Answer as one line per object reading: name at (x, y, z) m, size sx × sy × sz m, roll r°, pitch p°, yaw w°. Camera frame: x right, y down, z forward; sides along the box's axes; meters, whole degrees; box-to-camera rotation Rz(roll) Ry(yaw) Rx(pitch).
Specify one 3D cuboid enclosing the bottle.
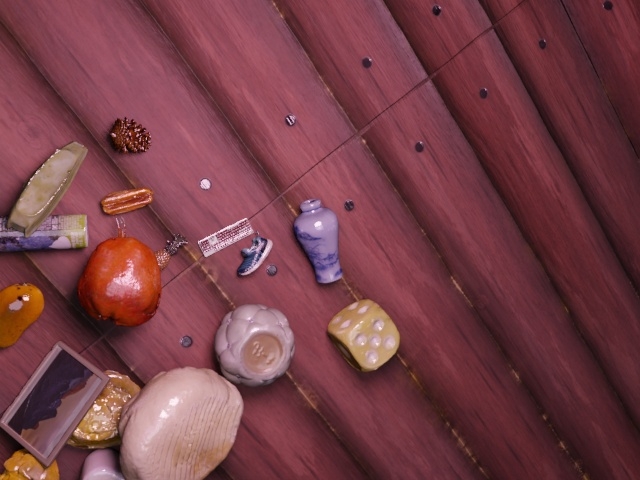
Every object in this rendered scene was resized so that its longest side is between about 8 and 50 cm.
bottle at (-0.778, -0.019, 1.369) m, size 0.329 × 0.093 × 0.093 m, roll -2°, pitch 94°, yaw -21°

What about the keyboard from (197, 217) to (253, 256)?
keyboard at (-0.283, -0.008, 1.601) m, size 0.165 × 0.017 × 0.055 m, roll -28°, pitch 103°, yaw -17°

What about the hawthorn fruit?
hawthorn fruit at (-0.529, 0.080, 1.421) m, size 0.211 × 0.211 × 0.299 m, roll 5°, pitch 76°, yaw -21°

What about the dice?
dice at (0.139, 0.303, 1.704) m, size 0.169 × 0.166 × 0.169 m, roll -37°, pitch 106°, yaw -15°

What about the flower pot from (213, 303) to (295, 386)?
flower pot at (-0.192, 0.306, 1.561) m, size 0.246 × 0.195 × 0.246 m, roll -2°, pitch 94°, yaw -22°

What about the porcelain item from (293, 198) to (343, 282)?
porcelain item at (0.000, 0.000, 1.654) m, size 0.141 × 0.141 × 0.259 m, roll -23°, pitch 108°, yaw -18°

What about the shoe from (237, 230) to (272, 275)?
shoe at (-0.207, 0.044, 1.610) m, size 0.071 × 0.064 × 0.143 m, roll 40°, pitch 77°, yaw -19°

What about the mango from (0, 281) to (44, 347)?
mango at (-0.801, 0.189, 1.378) m, size 0.115 × 0.090 × 0.178 m, roll 43°, pitch 86°, yaw -26°

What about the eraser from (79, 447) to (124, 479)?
eraser at (-0.568, 0.733, 1.467) m, size 0.331 × 0.150 × 0.332 m, roll -1°, pitch 92°, yaw -21°

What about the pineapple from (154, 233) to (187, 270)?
pineapple at (-0.431, 0.031, 1.527) m, size 0.124 × 0.058 × 0.058 m, roll -43°, pitch 107°, yaw -14°

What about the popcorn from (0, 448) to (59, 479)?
popcorn at (-0.764, 0.629, 1.394) m, size 0.148 × 0.152 × 0.167 m, roll -3°, pitch 67°, yaw -55°

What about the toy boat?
toy boat at (-0.697, -0.148, 1.362) m, size 0.093 × 0.055 × 0.293 m, roll 29°, pitch 64°, yaw -11°

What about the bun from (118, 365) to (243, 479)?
bun at (-0.401, 0.509, 1.462) m, size 0.365 × 0.219 × 0.365 m, roll -23°, pitch 121°, yaw -44°

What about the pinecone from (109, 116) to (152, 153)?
pinecone at (-0.519, -0.279, 1.456) m, size 0.109 × 0.102 × 0.102 m, roll 28°, pitch 83°, yaw -31°

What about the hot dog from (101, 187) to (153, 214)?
hot dog at (-0.537, -0.113, 1.486) m, size 0.144 × 0.038 × 0.062 m, roll -19°, pitch 97°, yaw -21°

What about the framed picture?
framed picture at (-0.708, 0.428, 1.413) m, size 0.192 × 0.018 × 0.265 m, roll 31°, pitch 81°, yaw 13°

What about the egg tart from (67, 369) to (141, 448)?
egg tart at (-0.610, 0.477, 1.468) m, size 0.252 × 0.098 × 0.232 m, roll 41°, pitch 75°, yaw -15°
